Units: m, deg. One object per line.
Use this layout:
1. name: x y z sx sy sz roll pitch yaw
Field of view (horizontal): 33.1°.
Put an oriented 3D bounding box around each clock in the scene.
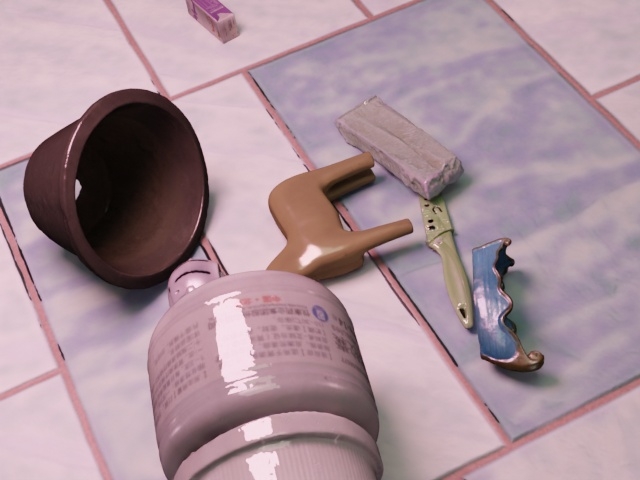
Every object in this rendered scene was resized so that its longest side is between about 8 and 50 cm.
1. clock: -0.155 0.087 1.384 0.080 0.117 0.176 -11 49 -2

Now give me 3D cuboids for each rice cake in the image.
1. rice cake: 0.115 -0.139 1.580 0.085 0.040 0.226 -32 47 -18

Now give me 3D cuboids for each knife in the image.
1. knife: 0.167 0.006 1.474 0.043 0.020 0.293 -9 48 1

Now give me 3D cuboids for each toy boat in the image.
1. toy boat: 0.236 0.084 1.360 0.077 0.075 0.185 -7 51 13

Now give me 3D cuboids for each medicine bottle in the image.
1. medicine bottle: -0.056 0.213 1.179 0.245 0.245 0.306 -13 50 -3

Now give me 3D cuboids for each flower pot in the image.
1. flower pot: -0.296 -0.069 1.483 0.166 0.269 0.269 0 46 38

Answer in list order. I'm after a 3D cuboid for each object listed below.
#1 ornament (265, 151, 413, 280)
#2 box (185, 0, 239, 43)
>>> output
1. ornament: 0.000 0.000 1.474 0.245 0.061 0.230 -21 52 -11
2. box: -0.187 -0.387 1.838 0.036 0.050 0.117 -33 51 -17
